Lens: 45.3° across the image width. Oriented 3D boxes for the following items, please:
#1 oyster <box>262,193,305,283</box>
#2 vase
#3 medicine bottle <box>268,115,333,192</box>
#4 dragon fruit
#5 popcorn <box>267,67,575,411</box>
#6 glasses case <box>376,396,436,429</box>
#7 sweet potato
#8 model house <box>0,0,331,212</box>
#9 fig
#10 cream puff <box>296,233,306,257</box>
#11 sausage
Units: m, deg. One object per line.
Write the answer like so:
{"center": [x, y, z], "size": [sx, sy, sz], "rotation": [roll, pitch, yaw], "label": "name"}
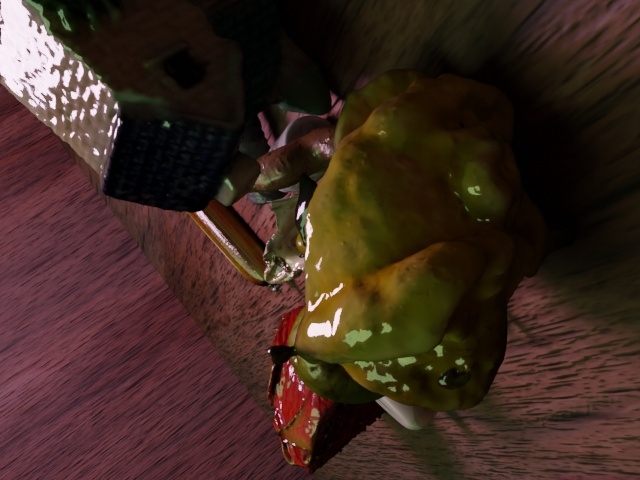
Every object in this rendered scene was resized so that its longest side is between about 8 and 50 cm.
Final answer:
{"center": [-0.013, -0.006, 1.153], "size": [0.161, 0.107, 0.233], "rotation": [45, 146, -2], "label": "oyster"}
{"center": [-0.118, -0.162, 1.119], "size": [0.115, 0.115, 0.237], "rotation": [32, 154, 46], "label": "vase"}
{"center": [-0.028, -0.110, 1.024], "size": [0.079, 0.079, 0.140], "rotation": [54, 161, -1], "label": "medicine bottle"}
{"center": [-0.002, 0.268, 1.484], "size": [0.240, 0.302, 0.330], "rotation": [33, -176, -34], "label": "dragon fruit"}
{"center": [0.097, 0.003, 0.712], "size": [0.297, 0.281, 0.315], "rotation": [82, -174, -62], "label": "popcorn"}
{"center": [0.107, 0.223, 1.259], "size": [0.204, 0.081, 0.051], "rotation": [42, 154, 10], "label": "glasses case"}
{"center": [-0.018, -0.099, 0.915], "size": [0.219, 0.065, 0.051], "rotation": [-18, 117, 23], "label": "sweet potato"}
{"center": [-0.138, -0.188, 0.834], "size": [0.284, 0.298, 0.243], "rotation": [49, 148, -1], "label": "model house"}
{"center": [0.045, 0.151, 1.156], "size": [0.181, 0.181, 0.191], "rotation": [52, -175, 4], "label": "fig"}
{"center": [0.053, -0.021, 0.957], "size": [0.121, 0.156, 0.156], "rotation": [-76, -36, -57], "label": "cream puff"}
{"center": [-0.197, -0.030, 1.557], "size": [0.371, 0.082, 0.082], "rotation": [48, 160, 13], "label": "sausage"}
